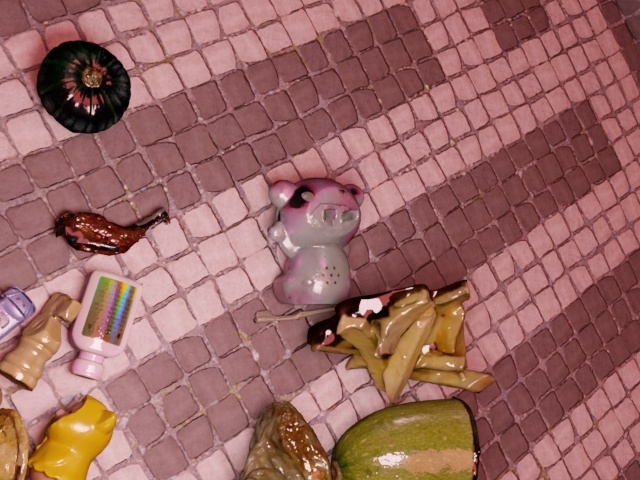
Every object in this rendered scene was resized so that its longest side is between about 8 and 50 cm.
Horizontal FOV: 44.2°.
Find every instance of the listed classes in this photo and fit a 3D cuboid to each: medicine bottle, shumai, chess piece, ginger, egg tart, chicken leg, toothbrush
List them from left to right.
[{"bbox_3d":[-0.603,0.407,1.432,0.090,0.213,0.212,15,73,-37],"label":"egg tart"},{"bbox_3d":[-0.556,0.193,1.573,0.090,0.090,0.200,36,63,-18],"label":"chess piece"},{"bbox_3d":[-0.455,0.178,1.635,0.115,0.078,0.219,23,70,-26],"label":"medicine bottle"},{"bbox_3d":[-0.442,-0.021,1.701,0.253,0.051,0.105,-5,77,-32],"label":"chicken leg"},{"bbox_3d":[-0.110,0.475,1.668,0.204,0.272,0.222,-16,106,-20],"label":"shumai"},{"bbox_3d":[-0.026,0.174,1.898,0.295,0.026,0.028,-2,66,-28],"label":"toothbrush"},{"bbox_3d":[0.202,0.255,1.804,0.414,0.358,0.211,1,60,-23],"label":"ginger"}]

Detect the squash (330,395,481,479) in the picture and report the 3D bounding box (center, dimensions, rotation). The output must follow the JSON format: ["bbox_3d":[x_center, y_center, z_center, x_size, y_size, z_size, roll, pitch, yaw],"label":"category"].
[{"bbox_3d":[0.170,0.504,1.826,0.309,0.310,0.310,8,76,-9],"label":"squash"}]

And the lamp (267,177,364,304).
[{"bbox_3d":[0.000,0.000,1.830,0.247,0.247,0.300,3,86,-25],"label":"lamp"}]

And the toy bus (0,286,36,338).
[{"bbox_3d":[-0.636,0.163,1.541,0.167,0.076,0.073,-45,103,-28],"label":"toy bus"}]

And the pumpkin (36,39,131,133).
[{"bbox_3d":[-0.501,-0.328,1.678,0.202,0.140,0.201,5,79,-30],"label":"pumpkin"}]

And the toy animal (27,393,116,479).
[{"bbox_3d":[-0.489,0.416,1.530,0.156,0.156,0.229,40,66,-16],"label":"toy animal"}]

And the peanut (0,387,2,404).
[{"bbox_3d":[-0.699,0.260,1.484,0.214,0.100,0.099,40,64,-23],"label":"peanut"}]
